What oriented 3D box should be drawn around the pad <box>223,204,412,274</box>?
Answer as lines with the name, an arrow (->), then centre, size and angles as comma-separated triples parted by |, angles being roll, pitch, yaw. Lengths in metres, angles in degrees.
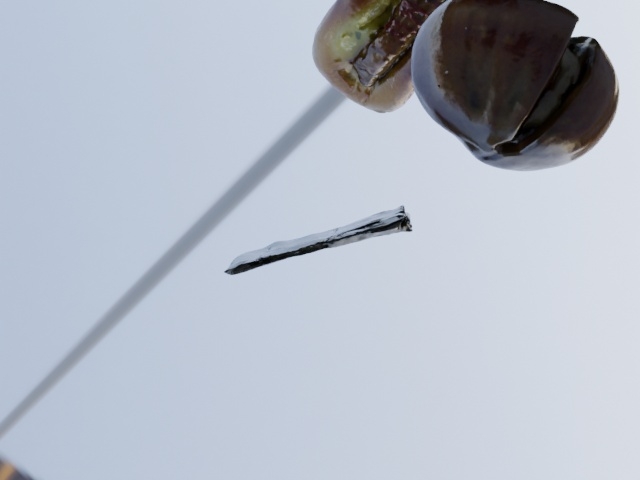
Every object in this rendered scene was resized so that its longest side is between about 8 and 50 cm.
pad -> 0.000, -0.001, 1.934 | 0.174, 0.233, 0.022 | -62, -43, -82

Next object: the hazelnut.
hazelnut -> 0.223, -0.182, 1.849 | 0.252, 0.217, 0.217 | 32, -141, -7

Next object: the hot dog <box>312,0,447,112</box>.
hot dog -> 0.159, -0.392, 2.435 | 0.185, 0.405, 0.223 | 40, -178, 4
